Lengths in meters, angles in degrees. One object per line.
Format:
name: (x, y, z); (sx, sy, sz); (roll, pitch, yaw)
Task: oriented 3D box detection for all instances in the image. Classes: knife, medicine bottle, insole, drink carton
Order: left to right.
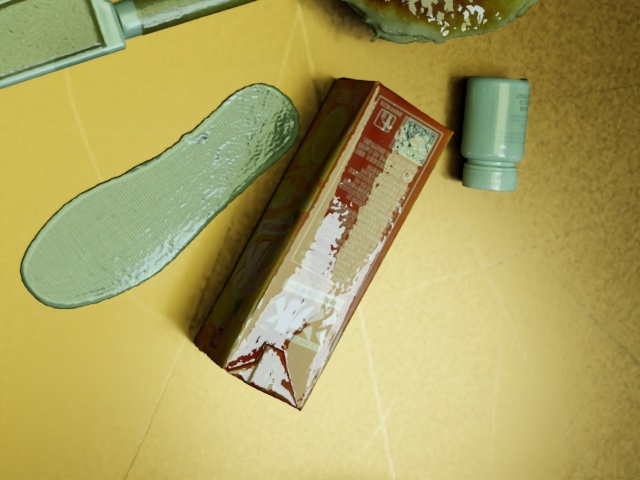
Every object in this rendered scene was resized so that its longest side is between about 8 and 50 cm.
knife: (-0.158, -0.155, 1.053); (0.343, 0.027, 0.061); (-21, 104, -15)
insole: (-0.109, -0.029, 1.097); (0.232, 0.003, 0.080); (-37, 106, -9)
drink carton: (0.000, 0.000, 1.085); (0.071, 0.096, 0.223); (30, 88, -18)
medicine bottle: (0.128, -0.079, 1.137); (0.047, 0.047, 0.083); (2, 98, -17)

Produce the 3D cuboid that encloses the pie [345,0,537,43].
pie: (0.088, -0.231, 1.083); (0.205, 0.084, 0.179); (-24, 96, -16)
